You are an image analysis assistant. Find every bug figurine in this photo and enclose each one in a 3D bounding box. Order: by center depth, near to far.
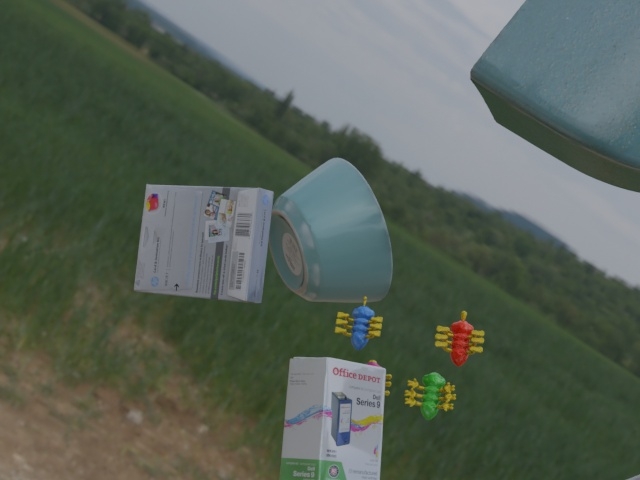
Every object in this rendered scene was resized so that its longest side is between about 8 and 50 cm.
[{"bbox_3d":[0.159,0.219,2.200,0.279,0.216,0.072,9,-25,12],"label":"bug figurine"}]

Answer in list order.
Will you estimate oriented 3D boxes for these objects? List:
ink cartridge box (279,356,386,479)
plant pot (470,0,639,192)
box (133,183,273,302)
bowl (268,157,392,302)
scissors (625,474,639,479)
[{"bbox_3d":[0.021,0.302,1.921,0.093,0.212,0.154,-9,-18,41],"label":"ink cartridge box"},{"bbox_3d":[0.360,-0.186,1.366,0.252,0.247,0.248,41,5,18],"label":"plant pot"},{"bbox_3d":[-0.152,0.002,1.523,0.186,0.145,0.038,3,-6,32],"label":"box"},{"bbox_3d":[0.000,0.000,2.409,0.163,0.312,0.311,-16,28,-22],"label":"bowl"},{"bbox_3d":[0.517,0.349,1.770,0.021,0.297,0.109,40,41,-9],"label":"scissors"}]
